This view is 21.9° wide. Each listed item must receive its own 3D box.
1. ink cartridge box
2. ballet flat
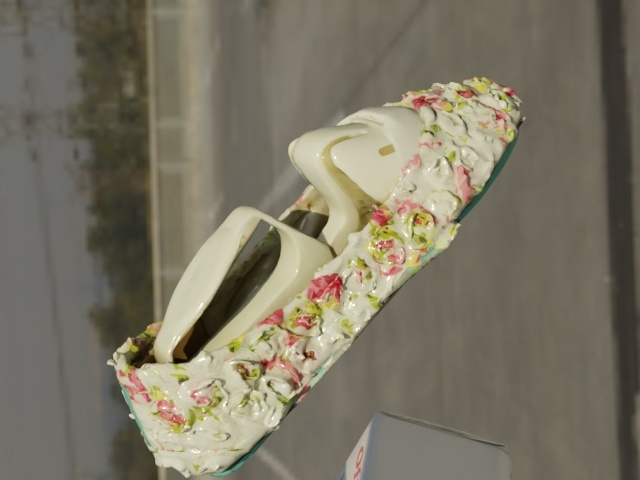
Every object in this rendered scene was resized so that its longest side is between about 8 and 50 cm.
[{"bbox_3d":[0.042,0.291,1.272,0.273,0.115,0.198,115,169,-46],"label":"ink cartridge box"},{"bbox_3d":[0.000,0.000,0.733,0.077,0.241,0.091,49,161,-30],"label":"ballet flat"}]
